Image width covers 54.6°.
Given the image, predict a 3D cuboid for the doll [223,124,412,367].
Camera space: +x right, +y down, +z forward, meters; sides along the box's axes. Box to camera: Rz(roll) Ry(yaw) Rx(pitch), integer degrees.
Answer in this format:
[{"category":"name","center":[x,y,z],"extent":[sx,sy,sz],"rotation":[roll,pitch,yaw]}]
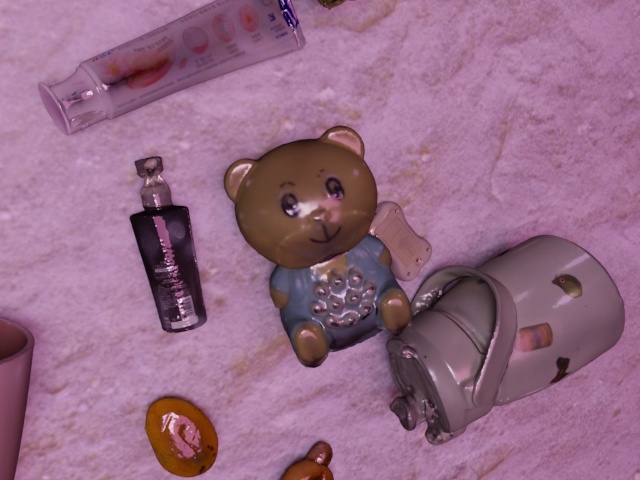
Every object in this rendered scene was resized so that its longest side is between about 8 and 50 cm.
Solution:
[{"category":"doll","center":[0.000,0.000,0.773],"extent":[0.177,0.161,0.260],"rotation":[-20,110,-3]}]

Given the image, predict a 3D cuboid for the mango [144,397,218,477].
[{"category":"mango","center":[-0.175,0.246,0.777],"extent":[0.079,0.057,0.114],"rotation":[-38,106,-15]}]

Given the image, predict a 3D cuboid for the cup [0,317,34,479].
[{"category":"cup","center":[-0.410,0.180,0.574],"extent":[0.253,0.191,0.200],"rotation":[9,97,-1]}]

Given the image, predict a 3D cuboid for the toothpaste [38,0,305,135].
[{"category":"toothpaste","center":[-0.155,-0.215,0.711],"extent":[0.323,0.066,0.100],"rotation":[-33,111,-26]}]

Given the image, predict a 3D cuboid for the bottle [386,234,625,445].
[{"category":"bottle","center":[0.242,0.138,0.912],"extent":[0.352,0.229,0.229],"rotation":[-23,109,-21]}]

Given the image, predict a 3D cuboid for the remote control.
[{"category":"remote control","center":[0.112,0.002,0.910],"extent":[0.074,0.032,0.122],"rotation":[-49,118,-14]}]

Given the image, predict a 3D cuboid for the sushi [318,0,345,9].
[{"category":"sushi","center":[-0.067,-0.375,0.706],"extent":[0.291,0.139,0.131],"rotation":[29,88,-19]}]

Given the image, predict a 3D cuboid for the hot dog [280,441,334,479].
[{"category":"hot dog","center":[-0.026,0.355,0.878],"extent":[0.090,0.060,0.140],"rotation":[23,93,-34]}]

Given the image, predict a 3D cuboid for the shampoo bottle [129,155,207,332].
[{"category":"shampoo bottle","center":[-0.180,0.004,0.729],"extent":[0.057,0.064,0.207],"rotation":[-20,107,-35]}]
